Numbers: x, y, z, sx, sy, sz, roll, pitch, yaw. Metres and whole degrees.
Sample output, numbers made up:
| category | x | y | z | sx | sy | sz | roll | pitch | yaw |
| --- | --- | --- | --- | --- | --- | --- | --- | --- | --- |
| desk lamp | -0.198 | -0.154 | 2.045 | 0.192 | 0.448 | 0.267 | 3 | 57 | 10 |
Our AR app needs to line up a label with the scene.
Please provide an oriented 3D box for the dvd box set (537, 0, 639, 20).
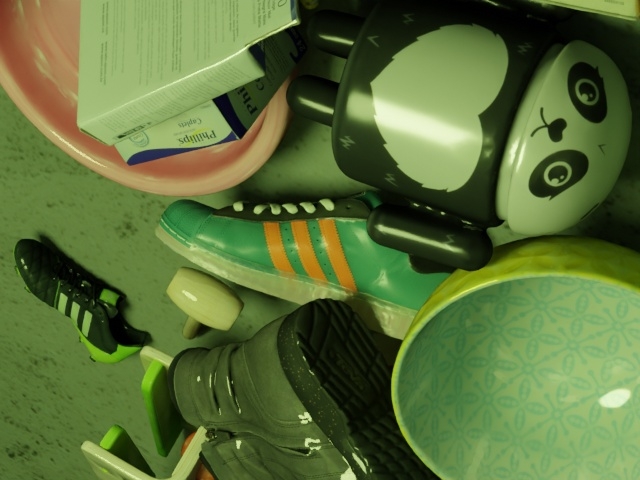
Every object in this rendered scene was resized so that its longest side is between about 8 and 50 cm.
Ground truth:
| category | x | y | z | sx | sy | sz | roll | pitch | yaw |
| --- | --- | --- | --- | --- | --- | --- | --- | --- | --- |
| dvd box set | 0.099 | -0.380 | 1.343 | 0.307 | 0.062 | 0.420 | 17 | 131 | 36 |

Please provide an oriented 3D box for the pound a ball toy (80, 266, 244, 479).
| category | x | y | z | sx | sy | sz | roll | pitch | yaw |
| --- | --- | --- | --- | --- | --- | --- | --- | --- | --- |
| pound a ball toy | -0.128 | 0.183 | 1.952 | 0.136 | 0.208 | 0.319 | 28 | 162 | 10 |

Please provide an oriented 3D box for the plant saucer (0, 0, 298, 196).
| category | x | y | z | sx | sy | sz | roll | pitch | yaw |
| --- | --- | --- | --- | --- | --- | --- | --- | --- | --- |
| plant saucer | -0.162 | -0.195 | 1.715 | 0.332 | 0.084 | 0.332 | 17 | 133 | 19 |

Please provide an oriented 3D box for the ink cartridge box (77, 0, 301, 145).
| category | x | y | z | sx | sy | sz | roll | pitch | yaw |
| --- | --- | --- | --- | --- | --- | --- | --- | --- | --- |
| ink cartridge box | -0.095 | -0.210 | 1.473 | 0.224 | 0.223 | 0.045 | -21 | 146 | 33 |

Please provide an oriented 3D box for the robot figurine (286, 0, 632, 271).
| category | x | y | z | sx | sy | sz | roll | pitch | yaw |
| --- | --- | --- | --- | --- | --- | --- | --- | --- | --- |
| robot figurine | 0.116 | -0.108 | 1.548 | 0.278 | 0.173 | 0.209 | 20 | 134 | 17 |

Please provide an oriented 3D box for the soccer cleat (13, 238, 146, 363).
| category | x | y | z | sx | sy | sz | roll | pitch | yaw |
| --- | --- | --- | --- | --- | --- | --- | --- | --- | --- |
| soccer cleat | -0.256 | 0.059 | 2.021 | 0.072 | 0.060 | 0.179 | -23 | 119 | 32 |

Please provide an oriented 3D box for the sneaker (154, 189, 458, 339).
| category | x | y | z | sx | sy | sz | roll | pitch | yaw |
| --- | --- | --- | --- | --- | --- | --- | --- | --- | --- |
| sneaker | 0.000 | 0.000 | 1.759 | 0.302 | 0.108 | 0.121 | 18 | 95 | 5 |

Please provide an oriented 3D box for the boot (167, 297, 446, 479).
| category | x | y | z | sx | sy | sz | roll | pitch | yaw |
| --- | --- | --- | --- | --- | --- | --- | --- | --- | --- |
| boot | 0.007 | 0.224 | 1.753 | 0.223 | 0.118 | 0.338 | -27 | 87 | 46 |

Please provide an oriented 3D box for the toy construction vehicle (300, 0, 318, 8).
| category | x | y | z | sx | sy | sz | roll | pitch | yaw |
| --- | --- | --- | --- | --- | --- | --- | --- | --- | --- |
| toy construction vehicle | -0.002 | -0.253 | 1.562 | 0.035 | 0.098 | 0.086 | 16 | 154 | 32 |

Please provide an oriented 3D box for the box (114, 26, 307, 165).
| category | x | y | z | sx | sy | sz | roll | pitch | yaw |
| --- | --- | --- | --- | --- | --- | --- | --- | --- | --- |
| box | -0.102 | -0.138 | 1.564 | 0.126 | 0.137 | 0.072 | -11 | 123 | 37 |

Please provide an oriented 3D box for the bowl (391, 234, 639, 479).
| category | x | y | z | sx | sy | sz | roll | pitch | yaw |
| --- | --- | --- | --- | --- | --- | --- | --- | --- | --- |
| bowl | 0.214 | 0.093 | 1.659 | 0.289 | 0.156 | 0.289 | 6 | 129 | 7 |

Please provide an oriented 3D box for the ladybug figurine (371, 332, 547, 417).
| category | x | y | z | sx | sy | sz | roll | pitch | yaw |
| --- | --- | --- | --- | --- | --- | --- | --- | --- | --- |
| ladybug figurine | 0.073 | 0.253 | 1.901 | 0.305 | 0.162 | 0.449 | 42 | 137 | -6 |
